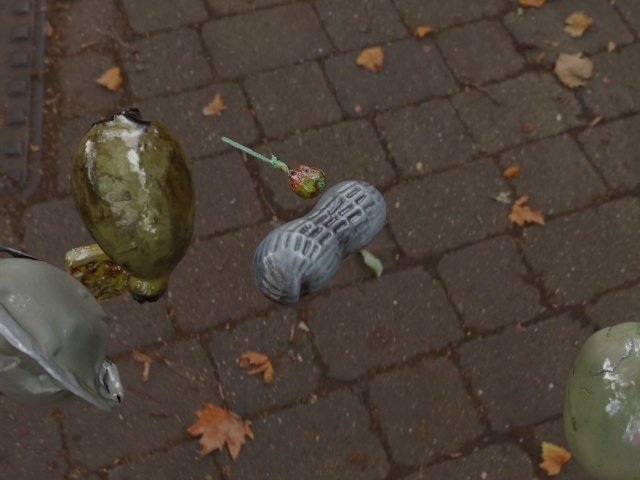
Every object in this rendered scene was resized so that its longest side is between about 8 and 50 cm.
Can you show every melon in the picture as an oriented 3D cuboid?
[{"bbox_3d":[0.609,0.312,1.528,0.268,0.268,0.330,9,99,6],"label":"melon"}]

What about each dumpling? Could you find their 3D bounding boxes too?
[{"bbox_3d":[-0.362,0.126,0.970,0.163,0.293,0.204,-33,24,18],"label":"dumpling"}]

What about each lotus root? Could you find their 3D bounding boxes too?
[{"bbox_3d":[-0.198,-0.038,0.878,0.138,0.138,0.214,-13,103,-7],"label":"lotus root"}]

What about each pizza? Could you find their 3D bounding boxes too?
[{"bbox_3d":[-0.348,0.063,1.274,0.134,0.175,0.046,-50,60,22],"label":"pizza"}]

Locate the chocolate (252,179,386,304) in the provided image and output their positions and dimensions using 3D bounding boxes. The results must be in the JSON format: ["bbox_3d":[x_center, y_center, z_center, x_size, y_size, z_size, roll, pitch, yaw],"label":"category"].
[{"bbox_3d":[0.000,0.000,0.751,0.072,0.072,0.167,37,56,19],"label":"chocolate"}]

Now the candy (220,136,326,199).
[{"bbox_3d":[-0.083,-0.132,1.375,0.201,0.060,0.060,28,64,2],"label":"candy"}]
